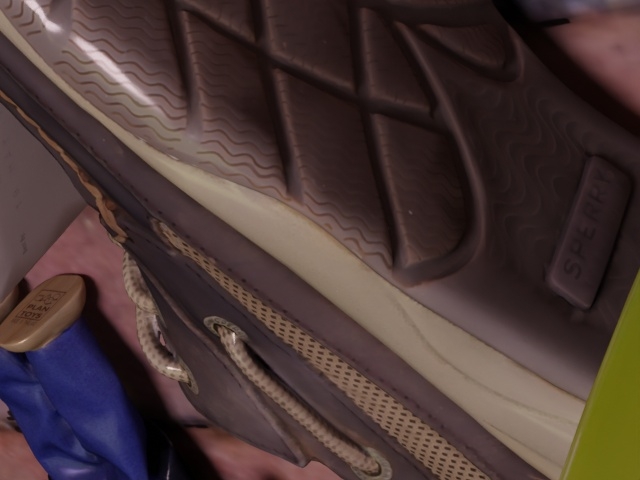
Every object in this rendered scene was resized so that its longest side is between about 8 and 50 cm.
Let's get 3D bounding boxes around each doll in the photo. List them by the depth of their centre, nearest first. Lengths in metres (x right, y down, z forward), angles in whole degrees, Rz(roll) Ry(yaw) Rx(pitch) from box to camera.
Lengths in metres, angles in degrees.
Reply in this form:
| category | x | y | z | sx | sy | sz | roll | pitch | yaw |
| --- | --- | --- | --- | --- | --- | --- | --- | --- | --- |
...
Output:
| category | x | y | z | sx | sy | sz | roll | pitch | yaw |
| --- | --- | --- | --- | --- | --- | --- | --- | --- | --- |
| doll | -0.075 | 0.096 | 0.761 | 0.129 | 0.046 | 0.189 | 0 | 132 | 39 |

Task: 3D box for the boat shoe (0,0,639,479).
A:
| category | x | y | z | sx | sy | sz | roll | pitch | yaw |
| --- | --- | --- | --- | --- | --- | --- | --- | --- | --- |
| boat shoe | 0.000 | 0.000 | 0.503 | 0.355 | 0.132 | 0.130 | 41 | 133 | -7 |

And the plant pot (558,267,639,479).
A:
| category | x | y | z | sx | sy | sz | roll | pitch | yaw |
| --- | --- | --- | --- | --- | --- | --- | --- | --- | --- |
| plant pot | 0.199 | 0.064 | 0.362 | 0.207 | 0.227 | 0.228 | -8 | 127 | 36 |

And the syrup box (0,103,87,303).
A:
| category | x | y | z | sx | sy | sz | roll | pitch | yaw |
| --- | --- | --- | --- | --- | --- | --- | --- | --- | --- |
| syrup box | -0.182 | -0.073 | 0.607 | 0.237 | 0.096 | 0.093 | 19 | 140 | 21 |
